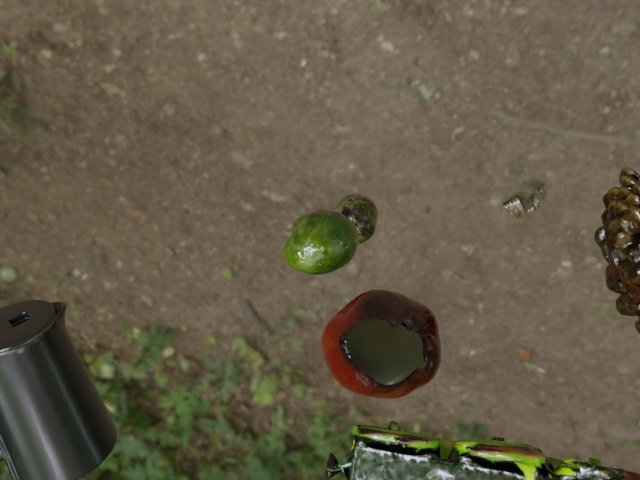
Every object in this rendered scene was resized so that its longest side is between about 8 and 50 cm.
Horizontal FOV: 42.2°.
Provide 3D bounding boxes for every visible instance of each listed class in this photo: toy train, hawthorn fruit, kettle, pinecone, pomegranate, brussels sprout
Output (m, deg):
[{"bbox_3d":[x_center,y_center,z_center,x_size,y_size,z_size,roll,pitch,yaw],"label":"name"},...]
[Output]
[{"bbox_3d":[0.156,0.236,0.779,0.296,0.101,0.160,9,166,10],"label":"toy train"},{"bbox_3d":[0.107,0.201,1.546,0.215,0.215,0.249,41,148,-4],"label":"hawthorn fruit"},{"bbox_3d":[-0.559,0.290,1.557,0.203,0.262,0.308,-100,-5,-63],"label":"kettle"},{"bbox_3d":[0.763,0.020,1.681,0.397,0.398,0.398,30,153,17],"label":"pinecone"},{"bbox_3d":[0.069,-0.046,2.100,0.138,0.163,0.126,-101,-12,-63],"label":"pomegranate"},{"bbox_3d":[0.004,0.003,1.811,0.143,0.181,0.161,38,120,-17],"label":"brussels sprout"}]

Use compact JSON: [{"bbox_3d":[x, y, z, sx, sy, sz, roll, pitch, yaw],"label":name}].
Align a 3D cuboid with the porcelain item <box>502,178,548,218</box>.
[{"bbox_3d":[0.408,-0.079,1.662,0.084,0.213,0.054,-32,89,24],"label":"porcelain item"}]
